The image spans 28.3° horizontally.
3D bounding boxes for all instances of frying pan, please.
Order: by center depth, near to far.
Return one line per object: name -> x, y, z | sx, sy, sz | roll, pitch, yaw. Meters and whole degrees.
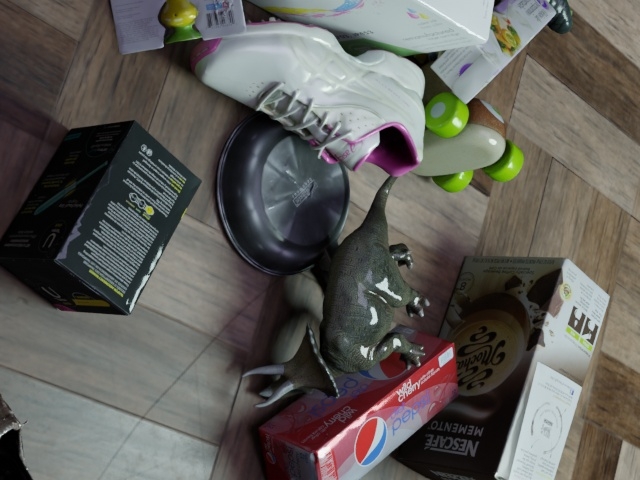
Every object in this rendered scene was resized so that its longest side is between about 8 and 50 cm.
frying pan -> -0.022, 0.005, 1.479 | 0.197, 0.053, 0.326 | -19, 100, -41

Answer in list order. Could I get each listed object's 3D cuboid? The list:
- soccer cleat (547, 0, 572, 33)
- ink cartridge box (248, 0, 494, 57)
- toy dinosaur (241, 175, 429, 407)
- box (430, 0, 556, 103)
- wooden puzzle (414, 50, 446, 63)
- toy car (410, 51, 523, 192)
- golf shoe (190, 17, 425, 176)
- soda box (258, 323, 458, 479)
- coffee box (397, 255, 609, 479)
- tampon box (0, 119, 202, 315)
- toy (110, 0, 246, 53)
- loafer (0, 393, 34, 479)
soccer cleat -> 0.288, -0.353, 1.764 | 0.072, 0.060, 0.179 | -45, 114, -23
ink cartridge box -> 0.005, -0.319, 1.386 | 0.353, 0.207, 0.119 | 21, 75, -40
toy dinosaur -> 0.052, 0.066, 1.450 | 0.160, 0.121, 0.313 | 19, 96, -58
box -> 0.224, -0.255, 1.603 | 0.063, 0.067, 0.324 | 47, 30, -1
wooden puzzle -> 0.168, -0.248, 1.677 | 0.116, 0.014, 0.078 | 25, 78, -41
toy car -> 0.167, -0.181, 1.599 | 0.155, 0.149, 0.188 | 31, 57, -43
golf shoe -> 0.000, -0.155, 1.410 | 0.306, 0.115, 0.140 | 8, 60, -32
soda box -> 0.050, 0.202, 1.505 | 0.263, 0.092, 0.083 | -32, 127, -39
coffee box -> 0.237, 0.176, 1.639 | 0.119, 0.168, 0.297 | 36, 66, -38
tampon box -> -0.216, -0.020, 1.238 | 0.101, 0.120, 0.161 | 43, 63, -34
toy -> -0.159, -0.321, 1.314 | 0.056, 0.137, 0.237 | -47, 128, -81
loafer -> -0.297, 0.248, 1.076 | 0.134, 0.130, 0.366 | -46, 151, -35
